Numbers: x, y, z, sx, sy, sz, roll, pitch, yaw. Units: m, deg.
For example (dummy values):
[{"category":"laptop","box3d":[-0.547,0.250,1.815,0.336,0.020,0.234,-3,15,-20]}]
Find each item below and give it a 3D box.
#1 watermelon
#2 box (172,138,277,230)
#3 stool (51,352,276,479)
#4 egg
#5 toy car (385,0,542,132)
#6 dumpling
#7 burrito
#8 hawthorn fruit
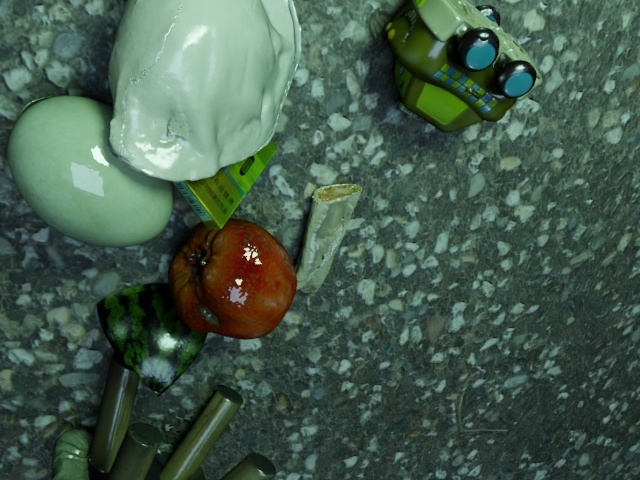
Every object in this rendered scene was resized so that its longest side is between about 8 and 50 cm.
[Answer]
[{"category":"watermelon","box3d":[-0.291,0.144,1.028,0.137,0.193,0.145,-12,131,40]},{"category":"box","box3d":[-0.144,-0.125,0.910,0.121,0.030,0.193,58,44,-32]},{"category":"stool","box3d":[-0.275,0.381,1.053,0.310,0.310,0.226,28,95,-30]},{"category":"egg","box3d":[-0.313,-0.090,0.847,0.186,0.186,0.253,-38,126,2]},{"category":"toy car","box3d":[0.202,-0.273,0.956,0.248,0.204,0.198,25,128,-30]},{"category":"dumpling","box3d":[-0.143,-0.245,0.820,0.260,0.341,0.181,18,146,-35]},{"category":"burrito","box3d":[0.000,0.000,1.080,0.087,0.060,0.226,9,112,-29]},{"category":"hawthorn fruit","box3d":[-0.122,0.078,1.007,0.207,0.207,0.243,-48,136,9]}]
